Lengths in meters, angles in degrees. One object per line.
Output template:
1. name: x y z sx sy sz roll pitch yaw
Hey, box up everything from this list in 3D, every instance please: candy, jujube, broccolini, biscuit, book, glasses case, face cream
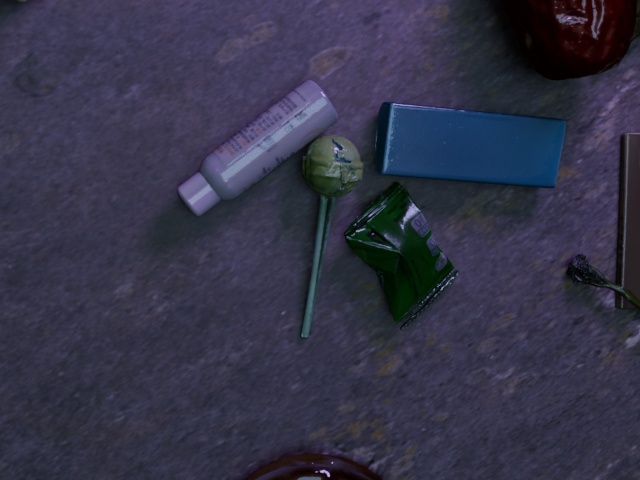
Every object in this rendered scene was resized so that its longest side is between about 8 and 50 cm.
1. candy: 0.131 0.026 1.289 0.141 0.078 0.203 -36 108 -5
2. jujube: 0.379 -0.411 1.221 0.223 0.223 0.317 -15 104 -10
3. candy: 0.000 0.000 1.265 0.093 0.092 0.335 -6 110 -51
4. broccolini: 0.525 0.088 1.384 0.218 0.042 0.044 26 125 -5
5. biscuit: 0.010 0.493 1.303 0.366 0.115 0.268 32 91 -15
6. book: 0.627 -0.035 1.414 0.217 0.021 0.310 -2 98 -12
7. glasses case: 0.240 -0.154 1.295 0.301 0.070 0.117 4 103 -14
8. face cream: -0.099 -0.135 1.215 0.269 0.082 0.082 -38 103 -4

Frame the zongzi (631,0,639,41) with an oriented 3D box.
1. zongzi: 0.586 -0.408 1.328 0.248 0.111 0.240 -3 116 -18
